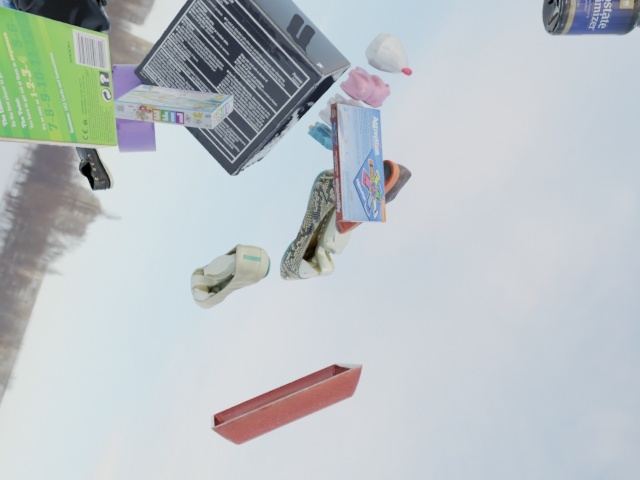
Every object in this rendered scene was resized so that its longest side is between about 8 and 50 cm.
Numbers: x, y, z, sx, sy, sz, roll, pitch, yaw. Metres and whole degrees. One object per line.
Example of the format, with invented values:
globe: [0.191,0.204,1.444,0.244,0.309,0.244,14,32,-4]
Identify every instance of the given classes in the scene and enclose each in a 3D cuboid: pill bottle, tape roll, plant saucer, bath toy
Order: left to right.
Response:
tape roll: [-0.398,-0.283,1.555,0.189,0.080,0.188,176,-90,-79]
plant saucer: [-0.060,0.282,1.254,0.258,0.259,0.047,134,-66,-78]
bath toy: [0.114,-0.378,1.890,0.348,0.129,0.151,-51,178,32]
pill bottle: [0.580,-0.483,1.487,0.123,0.220,0.122,179,-90,-88]

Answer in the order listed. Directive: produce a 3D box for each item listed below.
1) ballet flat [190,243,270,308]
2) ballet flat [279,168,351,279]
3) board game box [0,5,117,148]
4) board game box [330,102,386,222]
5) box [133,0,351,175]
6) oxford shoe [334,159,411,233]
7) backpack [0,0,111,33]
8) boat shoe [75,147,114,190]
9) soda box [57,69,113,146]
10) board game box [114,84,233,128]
ballet flat: [-0.189,0.065,1.324,0.248,0.086,0.086,-30,-136,44]
ballet flat: [0.000,0.000,2.306,0.182,0.164,0.482,48,-48,29]
board game box: [-0.296,-0.155,0.683,0.039,0.259,0.124,-4,-88,24]
board game box: [0.092,-0.184,1.747,0.027,0.145,0.281,-9,-98,52]
box: [-0.153,-0.345,1.447,0.294,0.296,0.183,-42,-178,31]
oxford shoe: [0.144,-0.105,1.979,0.271,0.098,0.096,-44,-127,34]
backpack: [-0.669,-0.586,1.569,0.273,0.290,0.355,-36,-111,-4]
boat shoe: [-0.448,-0.148,1.410,0.133,0.042,0.048,54,-41,27]
soda box: [-0.437,-0.248,1.263,0.053,0.060,0.168,11,-112,43]
board game box: [-0.221,-0.205,1.103,0.103,0.154,0.026,-66,162,-62]
